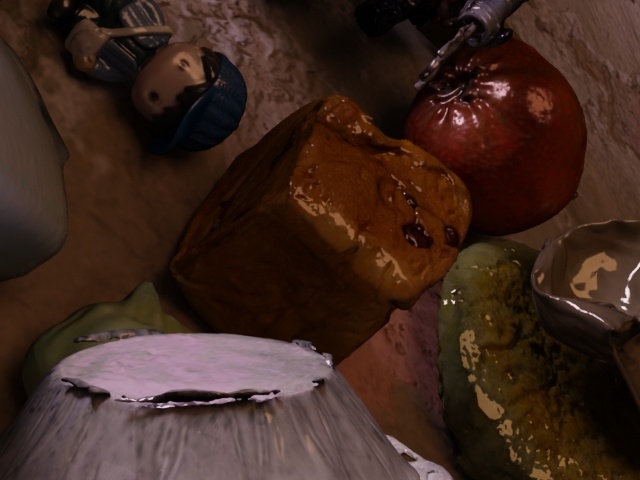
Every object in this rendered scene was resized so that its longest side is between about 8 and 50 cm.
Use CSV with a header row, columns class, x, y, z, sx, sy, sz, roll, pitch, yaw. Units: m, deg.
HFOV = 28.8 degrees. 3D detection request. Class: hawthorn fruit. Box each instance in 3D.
class,x,y,z,sx,sy,sz,roll,pitch,yaw
hawthorn fruit,0.179,-0.063,1.129,0.285,0.165,0.165,45,34,-55

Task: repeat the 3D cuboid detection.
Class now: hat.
class,x,y,z,sx,sy,sz,roll,pitch,yaw
hat,0.247,0.086,1.028,0.166,0.144,0.173,-32,131,-40

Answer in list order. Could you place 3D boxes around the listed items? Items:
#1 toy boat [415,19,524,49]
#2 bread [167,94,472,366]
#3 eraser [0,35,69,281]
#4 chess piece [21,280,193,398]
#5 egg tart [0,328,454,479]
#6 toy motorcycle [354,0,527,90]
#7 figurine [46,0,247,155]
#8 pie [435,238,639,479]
class,x,y,z,sx,sy,sz,roll,pitch,yaw
toy boat,0.166,-0.170,1.210,0.172,0.065,0.066,36,61,-20
bread,0.000,0.000,0.850,0.143,0.158,0.149,41,43,-14
eraser,-0.206,-0.085,0.591,0.290,0.104,0.189,99,-32,-82
chess piece,-0.059,0.163,0.706,0.298,0.176,0.176,43,40,1
egg tart,-0.056,0.094,0.552,0.234,0.234,0.094,-10,102,-49
toy motorcycle,0.129,-0.237,1.036,0.134,0.207,0.401,58,40,-8
figurine,-0.121,-0.121,0.870,0.149,0.086,0.087,42,0,-3
pie,0.191,0.124,1.044,0.277,0.078,0.277,23,49,-29
